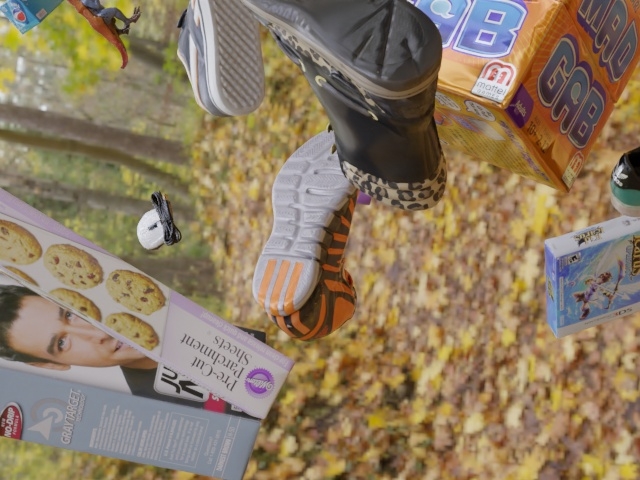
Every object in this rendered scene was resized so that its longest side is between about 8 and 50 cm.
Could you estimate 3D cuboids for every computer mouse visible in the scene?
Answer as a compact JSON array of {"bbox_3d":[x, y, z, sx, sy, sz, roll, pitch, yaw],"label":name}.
[{"bbox_3d":[-0.312,-0.020,1.819,0.193,0.042,0.106,-35,73,63],"label":"computer mouse"}]

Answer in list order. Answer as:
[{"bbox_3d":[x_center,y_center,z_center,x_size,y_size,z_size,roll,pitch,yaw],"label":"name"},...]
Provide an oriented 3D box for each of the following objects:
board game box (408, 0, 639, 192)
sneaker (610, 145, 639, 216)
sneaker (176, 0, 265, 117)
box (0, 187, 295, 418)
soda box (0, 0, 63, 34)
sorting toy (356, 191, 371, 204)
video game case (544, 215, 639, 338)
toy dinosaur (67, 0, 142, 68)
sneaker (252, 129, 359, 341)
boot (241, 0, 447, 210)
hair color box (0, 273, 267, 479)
[{"bbox_3d":[0.297,-0.350,1.616,0.356,0.356,0.356,27,87,34],"label":"board game box"},{"bbox_3d":[0.590,-0.126,1.464,0.121,0.302,0.108,64,-172,-59],"label":"sneaker"},{"bbox_3d":[-0.153,-0.348,1.477,0.127,0.126,0.321,3,90,57],"label":"sneaker"},{"bbox_3d":[-0.179,0.062,0.910,0.067,0.324,0.063,-60,9,-14],"label":"box"},{"bbox_3d":[-0.512,-0.486,1.844,0.071,0.067,0.210,-15,33,45],"label":"soda box"},{"bbox_3d":[0.058,-0.236,1.882,0.127,0.126,0.366,-79,-4,-56],"label":"sorting toy"},{"bbox_3d":[0.606,0.072,2.069,0.061,0.244,0.270,-113,5,-45],"label":"video game case"},{"bbox_3d":[-0.210,-0.215,0.896,0.047,0.082,0.090,-15,71,54],"label":"toy dinosaur"},{"bbox_3d":[0.000,0.000,1.436,0.321,0.124,0.180,-68,-28,-23],"label":"sneaker"},{"bbox_3d":[0.021,-0.218,1.188,0.377,0.138,0.284,43,165,32],"label":"boot"},{"bbox_3d":[-0.265,0.174,1.250,0.185,0.374,0.114,-92,17,-59],"label":"hair color box"}]
